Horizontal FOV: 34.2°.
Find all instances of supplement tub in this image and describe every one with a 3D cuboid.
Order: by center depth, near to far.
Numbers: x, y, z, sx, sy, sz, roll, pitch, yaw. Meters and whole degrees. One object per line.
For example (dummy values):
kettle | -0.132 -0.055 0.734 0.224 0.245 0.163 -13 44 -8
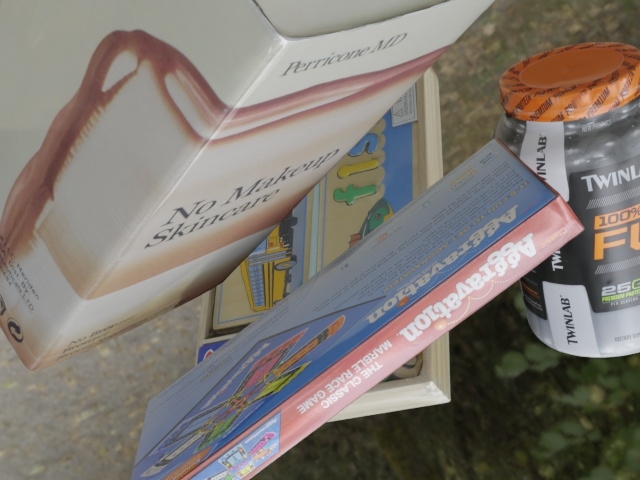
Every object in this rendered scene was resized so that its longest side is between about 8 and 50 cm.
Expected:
supplement tub | 0.181 -0.028 0.697 0.117 0.117 0.190 -25 117 -16

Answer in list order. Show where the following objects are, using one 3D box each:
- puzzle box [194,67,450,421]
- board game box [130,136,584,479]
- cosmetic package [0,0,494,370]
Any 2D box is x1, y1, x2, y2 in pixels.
puzzle box | 0.000 0.000 1.127 0.272 0.409 0.052 -15 144 24
board game box | 0.009 0.050 0.592 0.281 0.027 0.145 -37 -165 8
cosmetic package | -0.068 -0.069 0.500 0.153 0.129 0.296 -25 167 -39
